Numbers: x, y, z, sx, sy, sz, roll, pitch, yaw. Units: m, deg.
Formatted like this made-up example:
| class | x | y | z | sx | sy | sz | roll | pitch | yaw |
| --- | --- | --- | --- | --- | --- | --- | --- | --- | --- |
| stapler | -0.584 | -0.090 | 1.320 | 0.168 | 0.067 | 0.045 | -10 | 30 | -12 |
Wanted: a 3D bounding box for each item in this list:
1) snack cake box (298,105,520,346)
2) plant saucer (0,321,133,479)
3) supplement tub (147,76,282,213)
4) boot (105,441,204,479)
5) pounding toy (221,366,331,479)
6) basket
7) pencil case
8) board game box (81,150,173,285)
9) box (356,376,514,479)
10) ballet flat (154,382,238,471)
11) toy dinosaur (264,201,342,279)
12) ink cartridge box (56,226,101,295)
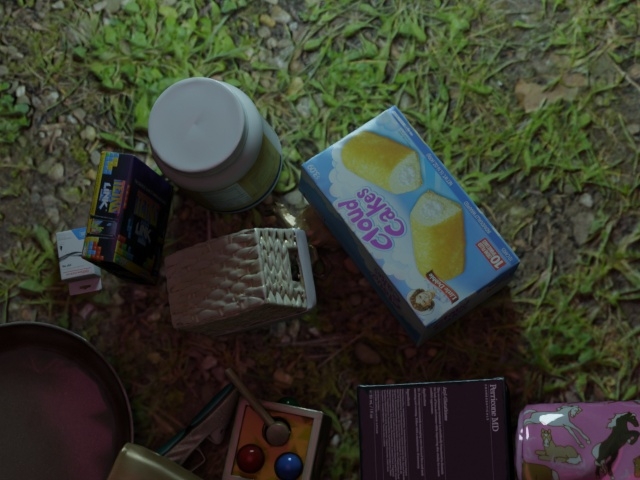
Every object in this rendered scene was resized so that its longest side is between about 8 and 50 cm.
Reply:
| class | x | y | z | sx | sy | sz | roll | pitch | yaw |
| --- | --- | --- | --- | --- | --- | --- | --- | --- | --- |
| snack cake box | 0.108 | -0.019 | 1.898 | 0.152 | 0.089 | 0.264 | -34 | 75 | -15 |
| plant saucer | -0.389 | 0.262 | 1.966 | 0.311 | 0.050 | 0.310 | -2 | 79 | 10 |
| supplement tub | -0.135 | -0.122 | 1.921 | 0.144 | 0.199 | 0.144 | -2 | 78 | 10 |
| boot | -0.166 | 0.410 | 1.858 | 0.270 | 0.089 | 0.236 | 23 | 74 | 3 |
| pounding toy | -0.063 | 0.244 | 1.884 | 0.130 | 0.100 | 0.141 | 10 | 81 | 11 |
| basket | -0.105 | 0.051 | 1.902 | 0.167 | 0.103 | 0.113 | -16 | 75 | 31 |
| pencil case | 0.423 | 0.271 | 1.764 | 0.386 | 0.160 | 0.167 | -2 | 91 | 9 |
| board game box | -0.246 | -0.025 | 1.936 | 0.048 | 0.170 | 0.141 | 8 | 81 | 13 |
| box | 0.146 | 0.306 | 1.834 | 0.184 | 0.103 | 0.261 | -4 | 78 | 12 |
| ballet flat | -0.156 | 0.254 | 1.931 | 0.168 | 0.057 | 0.052 | -43 | 98 | 5 |
| toy dinosaur | 0.000 | 0.000 | 1.948 | 0.183 | 0.053 | 0.092 | 17 | 81 | 13 |
| ink cartridge box | -0.324 | 0.028 | 2.012 | 0.048 | 0.028 | 0.083 | -11 | 77 | 8 |
